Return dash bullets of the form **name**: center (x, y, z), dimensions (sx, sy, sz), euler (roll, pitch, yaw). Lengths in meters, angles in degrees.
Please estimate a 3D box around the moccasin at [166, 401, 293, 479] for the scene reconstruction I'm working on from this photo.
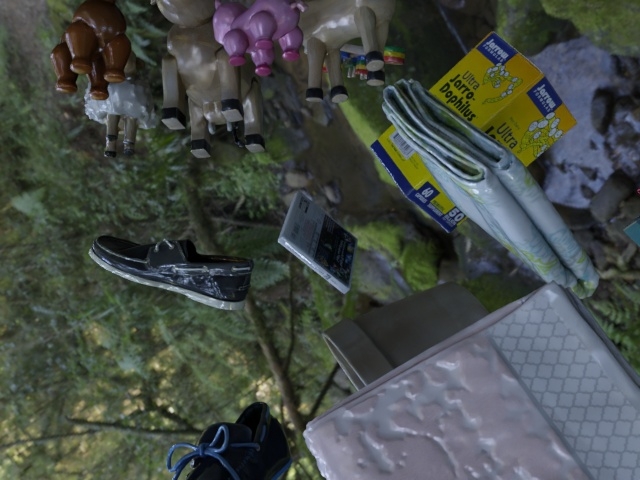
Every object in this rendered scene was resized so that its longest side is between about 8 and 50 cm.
- **moccasin**: center (-0.140, 0.307, 0.912), dimensions (0.342, 0.138, 0.116), euler (7, -115, -81)

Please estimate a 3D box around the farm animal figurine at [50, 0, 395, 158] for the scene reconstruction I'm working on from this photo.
- **farm animal figurine**: center (-0.104, -0.215, 0.722), dimensions (0.327, 0.331, 0.172), euler (124, 144, -73)

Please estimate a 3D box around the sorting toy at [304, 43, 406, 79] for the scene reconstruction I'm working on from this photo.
- **sorting toy**: center (0.045, -0.320, 1.198), dimensions (0.274, 0.133, 0.046), euler (-142, 58, -71)

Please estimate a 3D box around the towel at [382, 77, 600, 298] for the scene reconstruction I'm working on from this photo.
- **towel**: center (0.268, -0.080, 1.084), dimensions (0.374, 0.090, 0.320), euler (39, -169, -40)

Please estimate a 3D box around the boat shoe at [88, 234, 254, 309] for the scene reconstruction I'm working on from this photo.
- **boat shoe**: center (-0.210, 0.028, 0.953), dimensions (0.233, 0.079, 0.084), euler (17, -163, -1)

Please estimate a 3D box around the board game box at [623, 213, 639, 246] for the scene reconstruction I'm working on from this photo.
- **board game box**: center (0.637, -0.126, 0.996), dimensions (0.079, 0.336, 0.254), euler (48, 179, 14)

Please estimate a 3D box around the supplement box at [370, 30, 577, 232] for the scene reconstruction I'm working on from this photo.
- **supplement box**: center (0.322, -0.226, 1.431), dimensions (0.194, 0.356, 0.195), euler (32, -159, -43)

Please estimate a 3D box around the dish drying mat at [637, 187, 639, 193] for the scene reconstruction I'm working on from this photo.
- **dish drying mat**: center (0.375, -0.052, 0.699), dimensions (0.032, 0.083, 0.008), euler (-123, 27, -48)

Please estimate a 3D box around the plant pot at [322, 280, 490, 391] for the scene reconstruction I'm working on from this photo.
- **plant pot**: center (0.206, 0.235, 1.338), dimensions (0.323, 0.280, 0.323), euler (52, 171, 12)

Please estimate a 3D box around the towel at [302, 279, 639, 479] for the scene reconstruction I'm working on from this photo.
- **towel**: center (0.194, 0.241, 0.629), dimensions (0.331, 0.317, 0.053), euler (57, 178, 24)

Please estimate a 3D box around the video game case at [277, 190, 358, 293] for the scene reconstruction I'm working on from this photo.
- **video game case**: center (0.000, 0.000, 1.356), dimensions (0.173, 0.190, 0.022), euler (39, 119, -15)
